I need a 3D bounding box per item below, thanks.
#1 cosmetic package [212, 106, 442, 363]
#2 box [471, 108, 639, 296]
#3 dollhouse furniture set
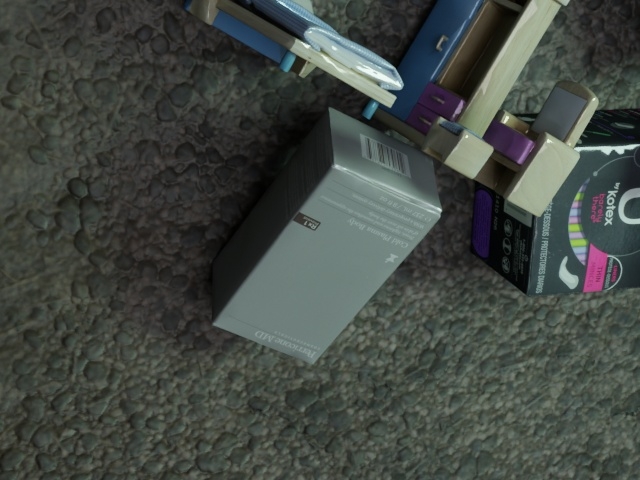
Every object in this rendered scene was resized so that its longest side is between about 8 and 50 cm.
[{"bbox_3d":[0.000,0.000,1.384,0.127,0.107,0.238,22,124,-21],"label":"cosmetic package"},{"bbox_3d":[0.315,-0.046,1.513,0.270,0.143,0.165,-5,110,-19],"label":"box"},{"bbox_3d":[0.073,-0.207,1.288,0.303,0.286,0.198,25,98,-37],"label":"dollhouse furniture set"}]
